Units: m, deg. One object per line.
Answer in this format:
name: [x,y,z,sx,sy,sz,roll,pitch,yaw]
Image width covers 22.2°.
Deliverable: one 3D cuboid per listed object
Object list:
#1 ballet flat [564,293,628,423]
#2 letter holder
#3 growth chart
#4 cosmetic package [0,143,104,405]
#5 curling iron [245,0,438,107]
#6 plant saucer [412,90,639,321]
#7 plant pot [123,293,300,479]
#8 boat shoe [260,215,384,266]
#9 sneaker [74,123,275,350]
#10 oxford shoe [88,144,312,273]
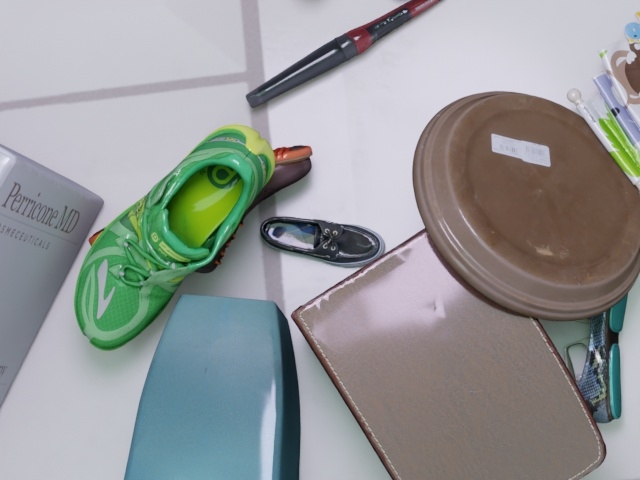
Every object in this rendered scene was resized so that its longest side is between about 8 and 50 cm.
ballet flat: [0.295,0.101,1.762,0.070,0.070,0.188,5,80,8]
letter holder: [0.142,0.153,1.731,0.214,0.152,0.302,-33,80,1]
growth chart: [0.385,-0.174,1.781,0.237,0.021,0.172,-38,79,-11]
cosmetic package: [-0.496,0.039,1.739,0.327,0.329,0.394,26,88,11]
curling iron: [0.030,-0.234,1.851,0.274,0.035,0.068,-37,76,1]
plant saucer: [0.229,-0.046,1.718,0.278,0.041,0.278,11,57,-18]
plant pot: [-0.104,0.184,1.760,0.165,0.166,0.234,4,76,8]
boat shoe: [0.000,0.000,1.822,0.142,0.040,0.049,8,84,9]
sneaker: [-0.168,-0.003,1.724,0.109,0.123,0.295,39,105,-4]
oxford shoe: [-0.119,-0.023,1.826,0.271,0.097,0.098,-26,96,11]
